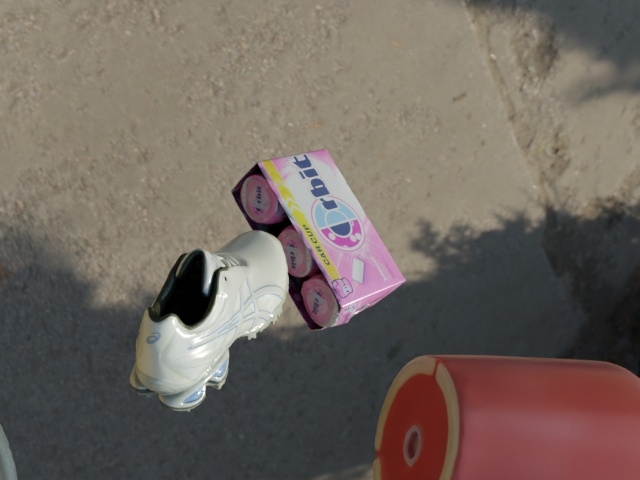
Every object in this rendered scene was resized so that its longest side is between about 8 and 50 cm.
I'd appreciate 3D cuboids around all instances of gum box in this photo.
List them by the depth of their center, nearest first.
[{"bbox_3d":[0.000,0.000,0.818,0.107,0.188,0.062,-18,162,-45],"label":"gum box"}]

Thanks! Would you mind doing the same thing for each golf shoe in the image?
[{"bbox_3d":[-0.068,0.032,0.525,0.176,0.069,0.086,-60,160,-50],"label":"golf shoe"}]

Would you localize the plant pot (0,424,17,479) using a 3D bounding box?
[{"bbox_3d":[-0.519,0.275,0.701,0.305,0.334,0.333,-41,150,-67],"label":"plant pot"}]

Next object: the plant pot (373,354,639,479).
[{"bbox_3d":[0.207,0.247,0.851,0.243,0.275,0.275,14,108,-17],"label":"plant pot"}]
